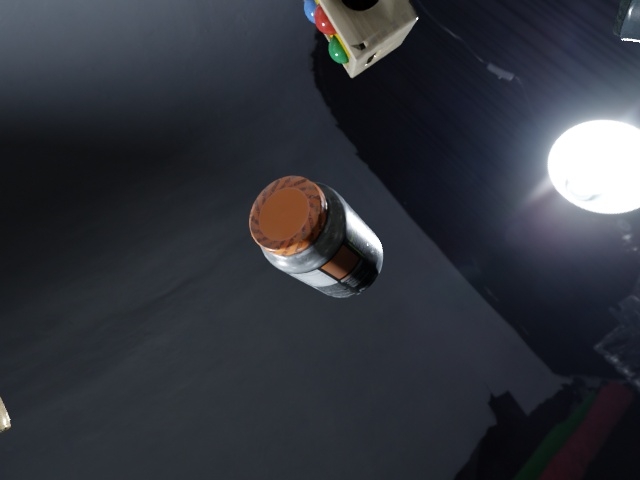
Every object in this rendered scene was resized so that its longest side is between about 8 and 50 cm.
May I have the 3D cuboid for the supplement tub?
[{"bbox_3d":[0.000,0.000,0.857,0.194,0.193,0.316,-42,147,6],"label":"supplement tub"}]

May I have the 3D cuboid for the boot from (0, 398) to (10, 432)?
[{"bbox_3d":[-0.742,0.276,0.715,0.236,0.269,0.089,-23,170,-30],"label":"boot"}]

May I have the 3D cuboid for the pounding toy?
[{"bbox_3d":[0.013,-0.308,0.453,0.094,0.205,0.181,-33,-169,9],"label":"pounding toy"}]

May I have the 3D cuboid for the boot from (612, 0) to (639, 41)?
[{"bbox_3d":[0.277,-0.103,0.227,0.094,0.207,0.246,16,101,-59],"label":"boot"}]
